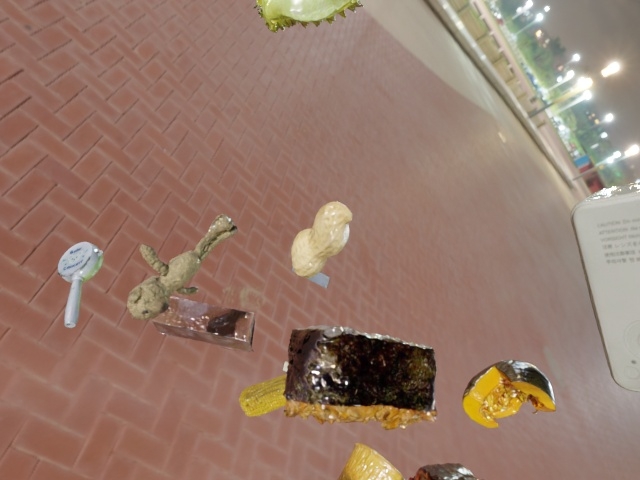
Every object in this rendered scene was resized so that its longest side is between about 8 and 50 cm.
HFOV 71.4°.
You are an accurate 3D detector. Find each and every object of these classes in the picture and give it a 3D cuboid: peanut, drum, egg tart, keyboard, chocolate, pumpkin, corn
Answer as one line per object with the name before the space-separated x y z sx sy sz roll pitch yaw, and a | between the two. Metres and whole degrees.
peanut | 0.000 0.000 0.843 0.082 0.187 0.082 22 44 -22
drum | -0.652 0.114 1.164 0.049 0.130 0.253 60 25 -48
egg tart | 0.120 0.632 1.122 0.147 0.202 0.203 -39 100 -24
keyboard | -0.041 0.139 1.857 0.176 0.055 0.014 25 29 20
chocolate | -0.358 0.264 1.427 0.321 0.112 0.112 12 58 0
pumpkin | 0.386 0.304 0.915 0.119 0.183 0.108 46 41 -11
corn | -0.098 0.396 1.167 0.080 0.231 0.080 163 -90 -90

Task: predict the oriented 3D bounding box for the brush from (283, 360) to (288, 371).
brush | -0.037 0.440 1.465 0.178 0.030 0.033 18 75 3

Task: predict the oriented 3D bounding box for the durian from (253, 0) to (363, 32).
durian | 0.016 -0.513 0.767 0.198 0.394 0.163 7 58 -41

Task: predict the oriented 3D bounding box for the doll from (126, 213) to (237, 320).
doll | -0.314 0.069 1.031 0.091 0.203 0.286 38 46 20

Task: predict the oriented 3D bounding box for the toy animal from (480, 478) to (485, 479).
toy animal | 0.410 0.679 1.036 0.179 0.116 0.219 -41 107 -49

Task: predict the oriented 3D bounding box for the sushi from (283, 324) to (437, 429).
sushi | 0.083 0.296 0.972 0.348 0.234 0.208 12 72 -16

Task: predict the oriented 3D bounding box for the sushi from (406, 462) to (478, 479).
sushi | 0.251 0.611 0.890 0.181 0.196 0.344 -5 95 -18

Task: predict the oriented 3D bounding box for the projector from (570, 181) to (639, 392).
projector | 0.365 0.025 0.352 0.099 0.256 0.192 -22 96 -40
